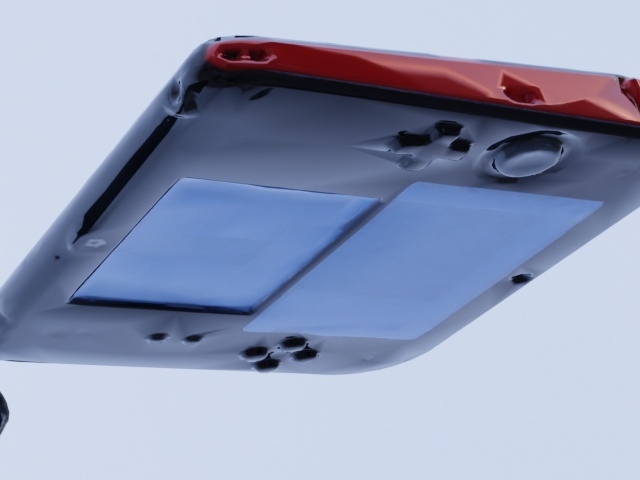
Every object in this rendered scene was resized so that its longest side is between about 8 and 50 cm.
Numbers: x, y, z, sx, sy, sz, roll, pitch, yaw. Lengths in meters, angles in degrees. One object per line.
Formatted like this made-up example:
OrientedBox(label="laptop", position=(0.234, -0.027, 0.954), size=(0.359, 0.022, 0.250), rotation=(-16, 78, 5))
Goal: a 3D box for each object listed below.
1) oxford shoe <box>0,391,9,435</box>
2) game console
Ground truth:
OrientedBox(label="oxford shoe", position=(-0.277, 0.102, 0.774), size=(0.146, 0.397, 0.140), rotation=(-30, -94, 5))
OrientedBox(label="game console", position=(0.000, 0.000, 0.983), size=(0.342, 0.386, 0.060), rotation=(0, -116, -32))
